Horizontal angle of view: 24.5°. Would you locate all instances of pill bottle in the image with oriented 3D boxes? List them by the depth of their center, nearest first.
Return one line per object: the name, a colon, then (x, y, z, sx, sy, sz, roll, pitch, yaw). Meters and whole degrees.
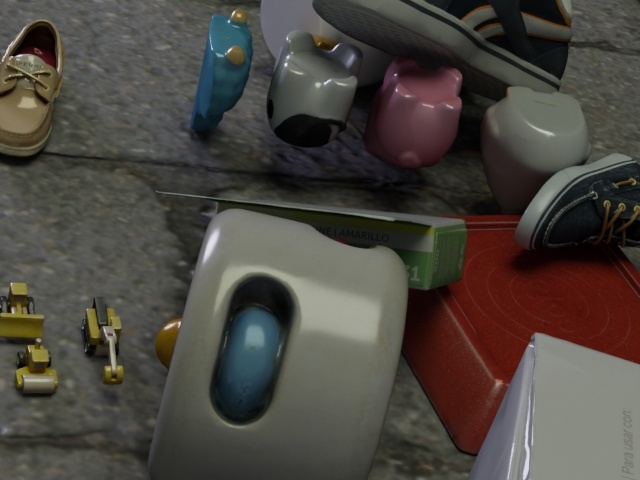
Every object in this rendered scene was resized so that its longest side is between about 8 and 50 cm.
pill bottle: (0.071, -0.232, 1.465, 0.264, 0.146, 0.146, -13, 45, -37)

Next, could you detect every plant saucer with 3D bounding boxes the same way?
plant saucer: (0.180, 0.058, 1.203, 0.259, 0.047, 0.258, -2, 39, -25)

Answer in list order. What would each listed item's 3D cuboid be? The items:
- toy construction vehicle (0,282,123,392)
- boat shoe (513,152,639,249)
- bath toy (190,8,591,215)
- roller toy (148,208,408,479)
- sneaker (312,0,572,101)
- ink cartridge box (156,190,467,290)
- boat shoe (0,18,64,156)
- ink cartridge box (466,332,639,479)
toy construction vehicle: (-0.183, 0.065, 1.040, 0.086, 0.035, 0.098, 5, 37, -18)
boat shoe: (0.242, -0.022, 1.239, 0.083, 0.065, 0.183, 35, 37, 25)
bath toy: (0.062, -0.105, 1.304, 0.348, 0.129, 0.151, 15, 37, -2)
roller toy: (-0.034, 0.079, 0.950, 0.146, 0.191, 0.209, 14, 35, -3)
sneaker: (0.118, -0.218, 1.331, 0.126, 0.127, 0.321, 15, 0, 40)
ink cartridge box: (0.000, 0.000, 1.066, 0.171, 0.056, 0.235, 7, 4, 17)
boat shoe: (-0.254, -0.135, 1.263, 0.063, 0.059, 0.170, 10, 35, -11)
ink cartridge box: (0.241, 0.250, 0.754, 0.395, 0.285, 0.166, 18, 33, -1)
